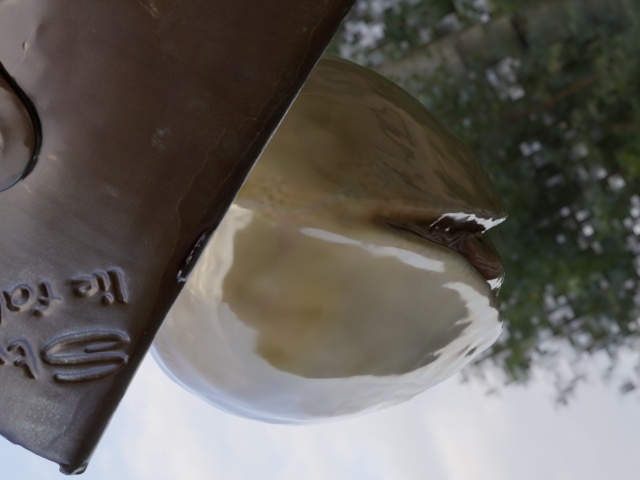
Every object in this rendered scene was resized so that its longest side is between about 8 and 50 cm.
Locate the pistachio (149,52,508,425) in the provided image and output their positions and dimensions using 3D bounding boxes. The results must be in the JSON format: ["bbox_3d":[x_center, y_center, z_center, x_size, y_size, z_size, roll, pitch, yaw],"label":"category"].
[{"bbox_3d":[0.000,0.000,1.052,0.309,0.230,0.230,19,-136,-58],"label":"pistachio"}]

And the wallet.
[{"bbox_3d":[-0.069,-0.020,0.502,0.095,0.176,0.026,29,-157,-9],"label":"wallet"}]
